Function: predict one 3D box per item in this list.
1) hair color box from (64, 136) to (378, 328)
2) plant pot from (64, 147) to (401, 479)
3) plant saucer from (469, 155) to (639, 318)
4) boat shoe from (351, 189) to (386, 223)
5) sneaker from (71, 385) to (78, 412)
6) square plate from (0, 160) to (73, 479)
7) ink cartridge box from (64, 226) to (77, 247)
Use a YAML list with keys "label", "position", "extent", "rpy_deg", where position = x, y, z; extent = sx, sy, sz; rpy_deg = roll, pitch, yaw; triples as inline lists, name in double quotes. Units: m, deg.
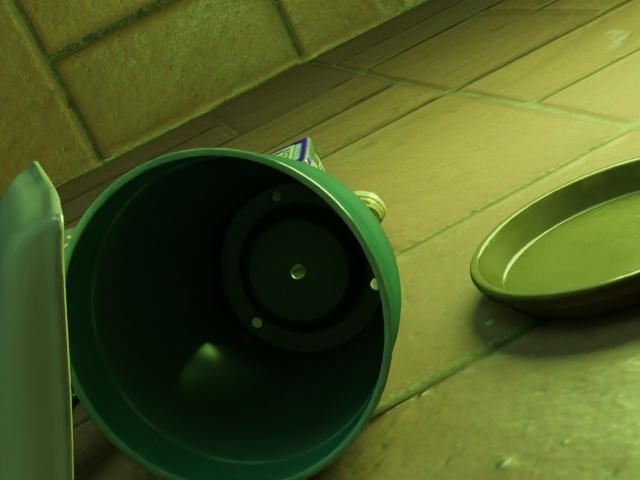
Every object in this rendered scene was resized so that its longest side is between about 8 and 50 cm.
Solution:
- label: "hair color box"
  position: [-0.125, 0.047, 1.122]
  extent: [0.338, 0.185, 0.110]
  rpy_deg: [-24, 16, 8]
- label: "plant pot"
  position: [-0.050, 0.047, 0.914]
  extent: [0.271, 0.272, 0.255]
  rpy_deg: [-21, 3, 16]
- label: "plant saucer"
  position: [0.271, -0.007, 0.948]
  extent: [0.277, 0.041, 0.278]
  rpy_deg: [-25, 16, 8]
- label: "boat shoe"
  position: [0.000, 0.000, 1.315]
  extent: [0.190, 0.068, 0.072]
  rpy_deg: [-27, 25, 33]
- label: "sneaker"
  position: [-0.306, 0.196, 1.007]
  extent: [0.101, 0.106, 0.267]
  rpy_deg: [22, 45, 7]
- label: "square plate"
  position: [-0.216, 0.127, 0.765]
  extent: [0.049, 0.344, 0.347]
  rpy_deg: [-1, 9, -17]
- label: "ink cartridge box"
  position: [-0.283, 0.059, 1.345]
  extent: [0.307, 0.072, 0.304]
  rpy_deg: [-10, 27, -3]
